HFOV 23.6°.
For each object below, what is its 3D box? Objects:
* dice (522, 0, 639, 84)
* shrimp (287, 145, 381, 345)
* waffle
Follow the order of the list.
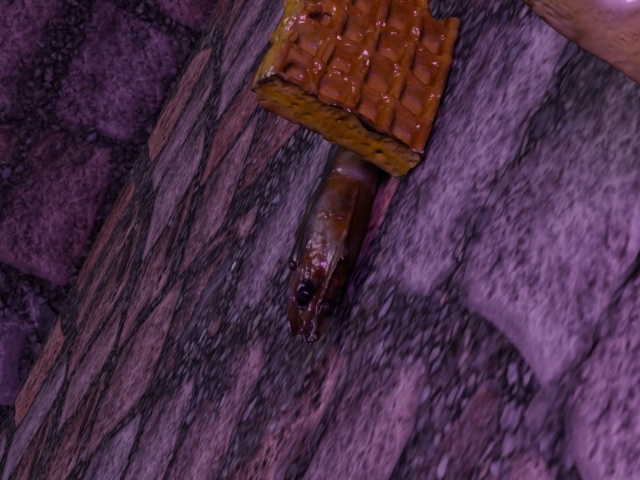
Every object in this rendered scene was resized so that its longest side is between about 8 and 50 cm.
[{"bbox_3d":[0.197,-0.187,0.816,0.169,0.166,0.169,-55,16,26],"label":"dice"},{"bbox_3d":[0.000,0.000,1.413,0.169,0.058,0.296,-57,10,49],"label":"shrimp"},{"bbox_3d":[0.038,-0.179,1.368,0.055,0.160,0.210,-44,25,53],"label":"waffle"}]
